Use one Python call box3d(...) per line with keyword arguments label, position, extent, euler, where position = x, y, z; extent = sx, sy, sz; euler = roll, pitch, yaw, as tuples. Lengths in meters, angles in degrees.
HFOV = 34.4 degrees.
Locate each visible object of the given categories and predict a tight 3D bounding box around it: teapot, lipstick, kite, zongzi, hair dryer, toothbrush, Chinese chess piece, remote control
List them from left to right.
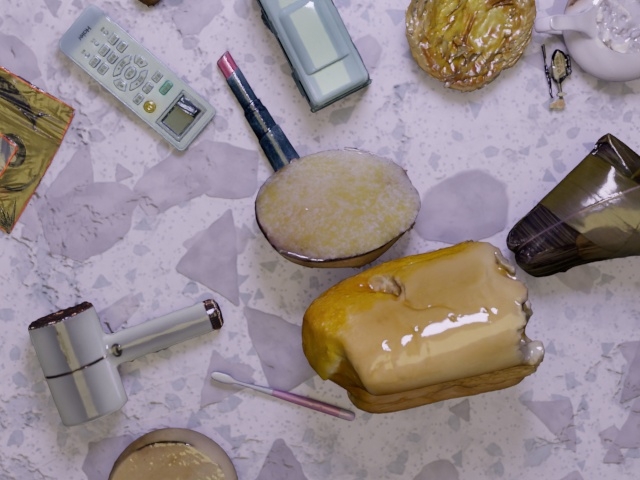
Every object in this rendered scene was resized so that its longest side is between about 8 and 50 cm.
box3d(label="kite", position=(-0.622, -0.167, 1.889), extent=(0.377, 0.013, 0.328), euler=(-18, 98, 1))
box3d(label="remote control", position=(-0.328, -0.292, 1.859), extent=(0.293, 0.051, 0.103), euler=(41, 96, -9))
box3d(label="hair dryer", position=(-0.332, 0.187, 1.898), extent=(0.362, 0.128, 0.203), euler=(-19, 97, -6))
box3d(label="Chinese chess piece", position=(-0.276, 0.475, 1.939), extent=(0.250, 0.097, 0.251), euler=(0, 97, 0))
box3d(label="lipstick", position=(-0.116, -0.238, 1.872), extent=(0.053, 0.053, 0.234), euler=(-29, 94, 3))
box3d(label="toothbrush", position=(-0.071, 0.293, 1.956), extent=(0.286, 0.025, 0.020), euler=(18, 95, -5))
box3d(label="teapot", position=(0.522, -0.381, 1.819), extent=(0.298, 0.139, 0.204), euler=(-7, 100, -1))
box3d(label="zongzi", position=(0.523, 0.013, 1.817), extent=(0.289, 0.154, 0.317), euler=(-46, 63, 9))

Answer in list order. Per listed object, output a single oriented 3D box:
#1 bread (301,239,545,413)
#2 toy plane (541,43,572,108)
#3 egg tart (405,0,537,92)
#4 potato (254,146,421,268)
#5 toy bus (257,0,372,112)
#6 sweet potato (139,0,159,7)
box3d(label="bread", position=(0.163, 0.147, 1.787), extent=(0.394, 0.361, 0.250), euler=(-13, 72, 3))
box3d(label="toy plane", position=(0.433, -0.301, 1.881), extent=(0.049, 0.031, 0.121), euler=(-9, 96, 6))
box3d(label="egg tart", position=(0.261, -0.393, 1.837), extent=(0.231, 0.098, 0.252), euler=(16, 101, -10))
box3d(label="potato", position=(0.022, -0.044, 1.840), extent=(0.299, 0.116, 0.239), euler=(-21, 65, -22))
box3d(label="toy bus", position=(-0.020, -0.369, 1.795), extent=(0.133, 0.165, 0.271), euler=(-27, 97, 3))
box3d(label="sweet potato", position=(-0.305, -0.531, 1.823), extent=(0.081, 0.062, 0.233), euler=(-7, 95, 1))
